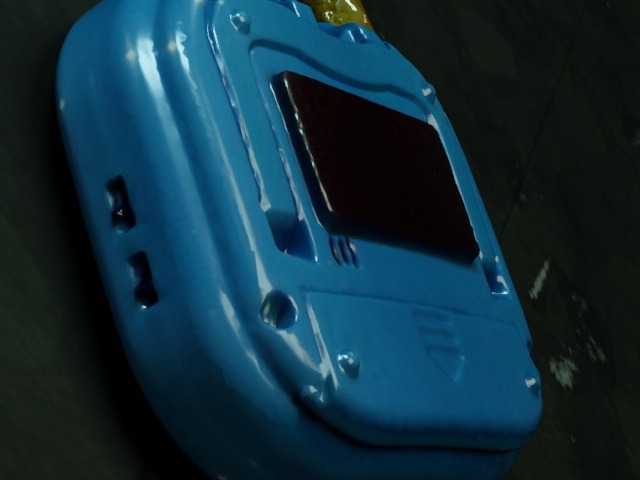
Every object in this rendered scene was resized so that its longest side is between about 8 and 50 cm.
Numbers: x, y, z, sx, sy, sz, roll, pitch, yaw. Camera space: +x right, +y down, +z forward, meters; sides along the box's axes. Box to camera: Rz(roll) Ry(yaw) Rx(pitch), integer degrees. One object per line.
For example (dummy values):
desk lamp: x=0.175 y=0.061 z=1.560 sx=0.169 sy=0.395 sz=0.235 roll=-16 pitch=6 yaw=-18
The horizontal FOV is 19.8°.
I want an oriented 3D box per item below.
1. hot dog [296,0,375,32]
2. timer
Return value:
hot dog: x=-0.021 y=-0.206 z=1.245 sx=0.066 sy=0.047 sz=0.215 roll=62 pitch=2 yaw=-69
timer: x=0.000 y=0.000 z=1.056 sx=0.340 sy=0.115 sz=0.309 roll=13 pitch=53 yaw=-57
